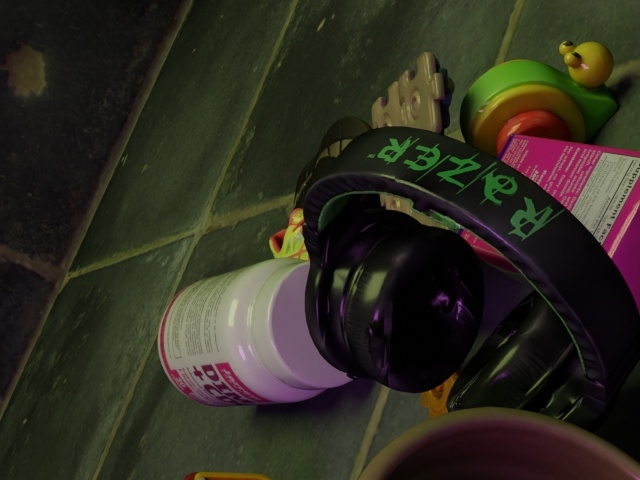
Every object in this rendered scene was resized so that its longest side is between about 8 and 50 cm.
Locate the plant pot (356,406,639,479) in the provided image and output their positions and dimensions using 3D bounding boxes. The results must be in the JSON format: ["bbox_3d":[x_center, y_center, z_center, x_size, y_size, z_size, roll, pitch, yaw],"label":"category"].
[{"bbox_3d":[0.095,0.271,0.751,0.229,0.263,0.263,118,165,-47],"label":"plant pot"}]

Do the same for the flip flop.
[{"bbox_3d":[0.026,-0.069,1.509,0.277,0.080,0.112,131,155,-66],"label":"flip flop"}]

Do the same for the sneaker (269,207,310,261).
[{"bbox_3d":[0.000,0.000,1.414,0.081,0.094,0.208,-28,-1,-39],"label":"sneaker"}]

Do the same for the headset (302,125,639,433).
[{"bbox_3d":[0.091,0.092,0.866,0.243,0.394,0.185,28,65,27],"label":"headset"}]

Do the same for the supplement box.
[{"bbox_3d":[0.218,-0.005,0.952,0.114,0.111,0.220,-61,23,-1],"label":"supplement box"}]

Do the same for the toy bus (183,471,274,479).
[{"bbox_3d":[-0.089,0.332,1.225,0.202,0.104,0.191,128,144,-76],"label":"toy bus"}]

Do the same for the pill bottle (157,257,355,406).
[{"bbox_3d":[-0.062,0.105,1.366,0.283,0.160,0.160,-18,48,60],"label":"pill bottle"}]

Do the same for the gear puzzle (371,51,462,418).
[{"bbox_3d":[0.108,0.004,1.129,0.175,0.044,0.338,141,126,-69],"label":"gear puzzle"}]

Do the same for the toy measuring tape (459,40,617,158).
[{"bbox_3d":[0.153,-0.068,1.167,0.330,0.121,0.121,-50,24,26],"label":"toy measuring tape"}]
